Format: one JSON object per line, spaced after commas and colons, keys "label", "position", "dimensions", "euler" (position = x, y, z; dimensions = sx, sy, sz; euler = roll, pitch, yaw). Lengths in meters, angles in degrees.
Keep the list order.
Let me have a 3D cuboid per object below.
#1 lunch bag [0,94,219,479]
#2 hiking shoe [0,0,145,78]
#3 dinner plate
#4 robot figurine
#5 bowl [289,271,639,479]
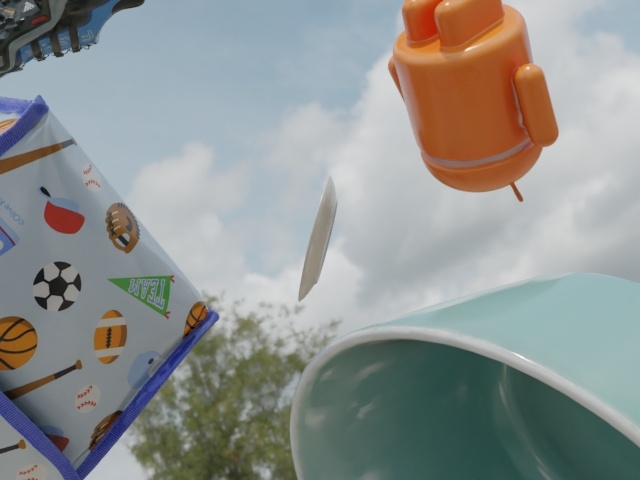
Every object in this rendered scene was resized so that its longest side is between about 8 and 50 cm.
{"label": "lunch bag", "position": [-0.341, 0.096, 0.925], "dimensions": [0.385, 0.238, 0.328], "euler": [-49, -56, -24]}
{"label": "hiking shoe", "position": [-0.353, -0.269, 1.225], "dimensions": [0.304, 0.113, 0.132], "euler": [-27, -33, 32]}
{"label": "dinner plate", "position": [0.000, 0.000, 1.025], "dimensions": [0.017, 0.141, 0.141], "euler": [15, -27, 2]}
{"label": "robot figurine", "position": [0.143, -0.139, 0.904], "dimensions": [0.158, 0.128, 0.220], "euler": [-8, -56, 19]}
{"label": "bowl", "position": [0.148, 0.141, 0.539], "dimensions": [0.163, 0.311, 0.311], "euler": [-36, -11, -36]}
